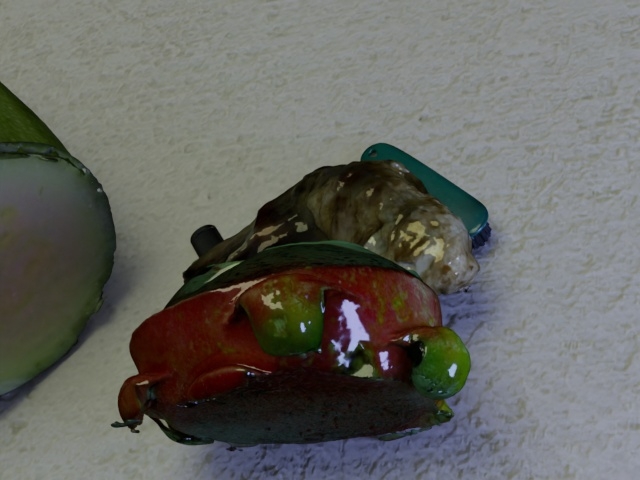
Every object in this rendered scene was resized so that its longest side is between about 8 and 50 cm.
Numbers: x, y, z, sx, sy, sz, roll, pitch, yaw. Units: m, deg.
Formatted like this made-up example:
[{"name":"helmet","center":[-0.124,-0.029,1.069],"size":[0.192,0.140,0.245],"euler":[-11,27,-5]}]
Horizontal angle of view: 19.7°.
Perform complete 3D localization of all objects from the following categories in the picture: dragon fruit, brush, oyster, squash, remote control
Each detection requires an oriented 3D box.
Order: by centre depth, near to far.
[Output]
[{"name":"dragon fruit","center":[-0.017,0.087,1.435],"size":[0.295,0.268,0.130],"euler":[-11,65,25]},{"name":"oyster","center":[-0.002,0.001,1.584],"size":[0.294,0.094,0.166],"euler":[-12,40,22]},{"name":"brush","center":[0.094,-0.040,1.647],"size":[0.043,0.032,0.193],"euler":[-43,37,-6]},{"name":"remote control","center":[-0.096,0.016,1.699],"size":[0.034,0.016,0.091],"euler":[-35,43,0]},{"name":"squash","center":[-0.381,-0.050,1.732],"size":[0.263,0.263,0.384],"euler":[-40,45,-11]}]
